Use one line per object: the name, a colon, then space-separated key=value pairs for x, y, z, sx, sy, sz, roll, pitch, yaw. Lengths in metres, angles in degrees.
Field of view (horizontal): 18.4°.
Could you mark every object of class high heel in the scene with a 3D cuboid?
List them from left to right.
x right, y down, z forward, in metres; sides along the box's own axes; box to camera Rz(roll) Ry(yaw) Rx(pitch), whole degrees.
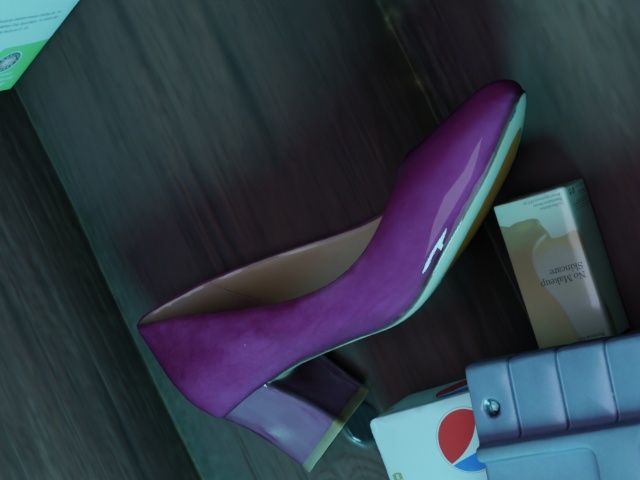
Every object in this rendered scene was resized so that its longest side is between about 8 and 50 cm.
high heel: x=0.000 y=0.000 z=1.442 sx=0.181 sy=0.127 sz=0.377 roll=35 pitch=119 yaw=5

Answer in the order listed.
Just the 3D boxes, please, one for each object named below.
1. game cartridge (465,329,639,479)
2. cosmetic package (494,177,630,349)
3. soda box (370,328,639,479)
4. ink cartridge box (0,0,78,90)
game cartridge: x=0.231 y=0.235 z=1.297 sx=0.230 sy=0.068 sz=0.355 roll=-14 pitch=84 yaw=38
cosmetic package: x=0.172 y=0.019 z=1.409 sx=0.060 sy=0.041 sz=0.115 roll=-18 pitch=93 yaw=30
soda box: x=0.148 y=0.126 z=1.428 sx=0.216 sy=0.074 sz=0.069 roll=-20 pitch=92 yaw=30
ink cartridge box: x=-0.253 y=-0.233 z=1.489 sx=0.115 sy=0.198 sz=0.273 roll=49 pitch=118 yaw=12
